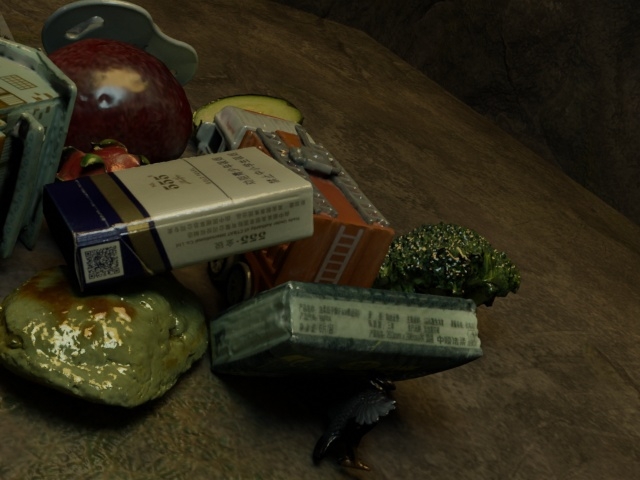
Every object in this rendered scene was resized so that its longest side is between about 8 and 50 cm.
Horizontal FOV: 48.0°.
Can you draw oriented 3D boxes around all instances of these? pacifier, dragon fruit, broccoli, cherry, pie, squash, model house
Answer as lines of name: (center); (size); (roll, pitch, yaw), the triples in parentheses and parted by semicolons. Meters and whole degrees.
pacifier: (-0.361, -0.293, 1.289); (0.299, 0.244, 0.233); (29, 43, -57)
dragon fruit: (-0.264, -0.057, 0.946); (0.137, 0.135, 0.236); (27, 6, 16)
broccoli: (0.174, 0.059, 1.076); (0.226, 0.198, 0.176); (-42, 103, -35)
cherry: (-0.323, -0.187, 1.059); (0.300, 0.203, 0.230); (-21, 52, -40)
pie: (-0.225, 0.080, 0.743); (0.201, 0.089, 0.248); (27, 22, 8)
squash: (-0.144, -0.194, 1.389); (0.220, 0.133, 0.220); (7, 34, -5)
model house: (-0.394, -0.094, 0.767); (0.199, 0.224, 0.215); (27, 25, 5)

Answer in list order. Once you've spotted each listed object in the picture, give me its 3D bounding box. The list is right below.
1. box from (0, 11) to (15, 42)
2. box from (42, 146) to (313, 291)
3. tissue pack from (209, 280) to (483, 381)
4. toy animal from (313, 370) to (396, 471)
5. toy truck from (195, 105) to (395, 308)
box: (-0.550, -0.316, 1.100); (0.233, 0.067, 0.149); (67, 26, -8)
box: (-0.156, -0.033, 0.786); (0.259, 0.071, 0.168); (-15, 29, -24)
tissue pack: (0.028, 0.112, 0.815); (0.257, 0.185, 0.081); (9, 69, -32)
toy animal: (0.038, 0.188, 0.763); (0.062, 0.107, 0.220); (21, -6, -6)
toy truck: (-0.060, -0.052, 1.020); (0.173, 0.206, 0.387); (9, 29, -33)
